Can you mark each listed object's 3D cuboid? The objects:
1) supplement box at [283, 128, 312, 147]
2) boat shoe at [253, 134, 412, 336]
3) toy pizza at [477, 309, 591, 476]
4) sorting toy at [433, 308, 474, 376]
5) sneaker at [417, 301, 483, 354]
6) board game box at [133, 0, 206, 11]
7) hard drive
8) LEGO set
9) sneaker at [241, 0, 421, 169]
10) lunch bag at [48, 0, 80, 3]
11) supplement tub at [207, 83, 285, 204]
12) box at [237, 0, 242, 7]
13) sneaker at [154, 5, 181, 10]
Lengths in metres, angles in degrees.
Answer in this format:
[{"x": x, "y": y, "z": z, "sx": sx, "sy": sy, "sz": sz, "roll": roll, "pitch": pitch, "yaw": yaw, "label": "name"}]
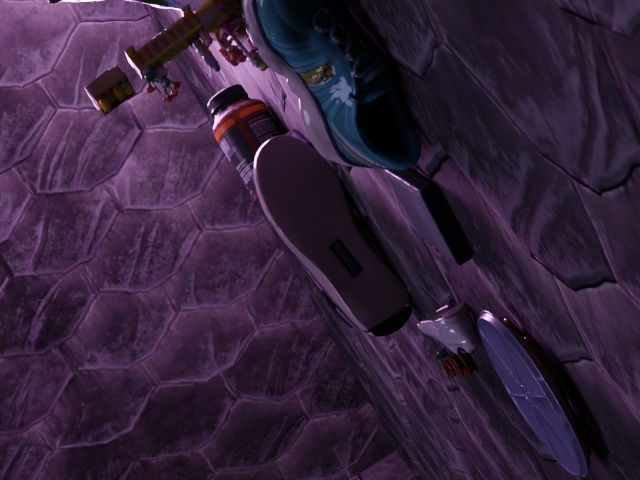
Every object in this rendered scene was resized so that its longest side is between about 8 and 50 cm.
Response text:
[{"x": -0.034, "y": -0.117, "z": 2.340, "sx": 0.083, "sy": 0.056, "sz": 0.083, "roll": 61, "pitch": 174, "yaw": -24, "label": "supplement box"}, {"x": 0.000, "y": 0.000, "z": 2.275, "sx": 0.340, "sy": 0.127, "sz": 0.158, "roll": 58, "pitch": 167, "yaw": -3, "label": "boat shoe"}, {"x": 0.228, "y": 0.155, "z": 1.562, "sx": 0.201, "sy": 0.032, "sz": 0.201, "roll": 59, "pitch": 174, "yaw": 10, "label": "toy pizza"}, {"x": 0.168, "y": 0.145, "z": 2.014, "sx": 0.102, "sy": 0.042, "sz": 0.061, "roll": 59, "pitch": 175, "yaw": -4, "label": "sorting toy"}, {"x": 0.161, "y": 0.113, "z": 1.849, "sx": 0.061, "sy": 0.054, "sz": 0.152, "roll": 56, "pitch": 174, "yaw": -3, "label": "sneaker"}, {"x": -0.260, "y": -0.375, "z": 1.795, "sx": 0.318, "sy": 0.318, "sz": 0.065, "roll": 79, "pitch": -159, "yaw": -77, "label": "board game box"}, {"x": 0.115, "y": -0.031, "z": 1.613, "sx": 0.094, "sy": 0.022, "sz": 0.135, "roll": 60, "pitch": 175, "yaw": -18, "label": "hard drive"}, {"x": -0.134, "y": -0.211, "z": 1.780, "sx": 0.107, "sy": 0.287, "sz": 0.132, "roll": 51, "pitch": 138, "yaw": 7, "label": "LEGO set"}, {"x": 0.021, "y": -0.175, "z": 1.427, "sx": 0.110, "sy": 0.107, "sz": 0.275, "roll": 23, "pitch": 153, "yaw": 47, "label": "sneaker"}, {"x": -0.322, "y": -0.484, "z": 2.065, "sx": 0.235, "sy": 0.169, "sz": 0.287, "roll": -49, "pitch": -60, "yaw": -77, "label": "lunch bag"}, {"x": -0.112, "y": -0.166, "z": 2.531, "sx": 0.198, "sy": 0.106, "sz": 0.106, "roll": 58, "pitch": 175, "yaw": 11, "label": "supplement tub"}, {"x": -0.025, "y": -0.223, "z": 1.675, "sx": 0.220, "sy": 0.051, "sz": 0.175, "roll": 58, "pitch": 175, "yaw": 10, "label": "box"}, {"x": -0.275, "y": -0.477, "z": 2.368, "sx": 0.118, "sy": 0.110, "sz": 0.292, "roll": 41, "pitch": 171, "yaw": 49, "label": "sneaker"}]
